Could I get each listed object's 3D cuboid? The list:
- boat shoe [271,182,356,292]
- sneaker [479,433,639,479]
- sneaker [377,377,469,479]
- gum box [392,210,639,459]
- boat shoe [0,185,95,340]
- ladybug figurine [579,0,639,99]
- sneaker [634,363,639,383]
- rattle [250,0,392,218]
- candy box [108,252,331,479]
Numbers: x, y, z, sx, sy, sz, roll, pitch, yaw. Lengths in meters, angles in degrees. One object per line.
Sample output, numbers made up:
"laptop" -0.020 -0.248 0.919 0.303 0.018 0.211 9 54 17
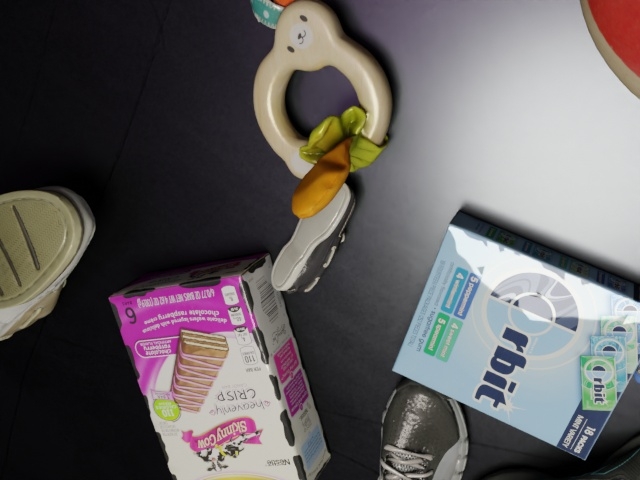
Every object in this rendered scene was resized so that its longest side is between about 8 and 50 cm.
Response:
"boat shoe" 0.000 0.000 0.729 0.125 0.038 0.046 -58 40 22
"sneaker" 0.245 0.242 0.677 0.267 0.106 0.101 -25 96 27
"sneaker" 0.079 0.249 0.731 0.086 0.132 0.228 10 112 19
"gum box" 0.174 0.082 0.684 0.184 0.041 0.157 24 116 12
"boat shoe" -0.331 0.033 0.842 0.302 0.103 0.113 -31 82 29
"ladybug figurine" 0.359 -0.177 0.416 0.449 0.162 0.305 -3 93 18
"sneaker" 0.318 0.132 0.644 0.135 0.052 0.058 40 129 13
"rattle" -0.030 -0.134 0.641 0.130 0.143 0.199 1 116 42
"candy box" -0.100 0.141 0.802 0.159 0.071 0.233 -11 105 25
